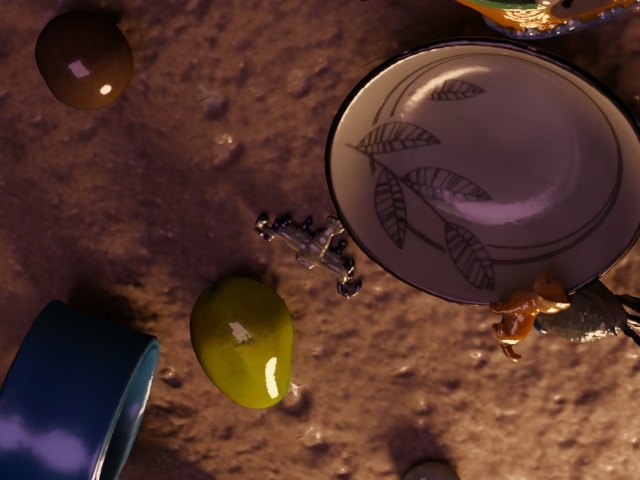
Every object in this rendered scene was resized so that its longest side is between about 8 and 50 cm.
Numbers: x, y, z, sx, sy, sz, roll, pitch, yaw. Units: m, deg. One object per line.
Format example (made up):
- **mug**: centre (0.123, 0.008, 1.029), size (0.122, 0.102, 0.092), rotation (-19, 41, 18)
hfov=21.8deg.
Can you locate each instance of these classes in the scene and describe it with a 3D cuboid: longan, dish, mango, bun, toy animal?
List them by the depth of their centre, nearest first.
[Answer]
- **dish**: centre (0.168, -0.084, 1.621), size (0.316, 0.106, 0.316), rotation (7, 128, 9)
- **toy animal**: centre (0.211, 0.074, 1.630), size (0.083, 0.060, 0.081), rotation (-12, 84, 20)
- **toy animal**: centre (0.283, 0.095, 1.662), size (0.253, 0.070, 0.079), rotation (46, 157, 36)
- **longan**: centre (-0.243, -0.182, 1.695), size (0.113, 0.092, 0.113), rotation (16, 148, 10)
- **mango**: centre (-0.089, 0.114, 1.844), size (0.117, 0.089, 0.163), rotation (11, 126, 10)
- **bun**: centre (0.127, 0.294, 1.924), size (0.083, 0.045, 0.083), rotation (10, 123, 16)

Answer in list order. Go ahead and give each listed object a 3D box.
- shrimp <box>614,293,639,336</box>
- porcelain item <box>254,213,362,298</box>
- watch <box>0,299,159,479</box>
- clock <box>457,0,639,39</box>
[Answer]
- **shrimp**: centre (0.343, 0.024, 1.680), size (0.152, 0.046, 0.219), rotation (-35, 108, 29)
- **porcelain item**: centre (0.000, 0.000, 1.782), size (0.136, 0.021, 0.075), rotation (36, 126, -8)
- **watch**: centre (-0.277, 0.214, 1.903), size (0.241, 0.305, 0.275), rotation (18, 96, 1)
- **clock**: centre (0.211, -0.258, 1.467), size (0.231, 0.103, 0.144), rotation (-19, 136, -8)
